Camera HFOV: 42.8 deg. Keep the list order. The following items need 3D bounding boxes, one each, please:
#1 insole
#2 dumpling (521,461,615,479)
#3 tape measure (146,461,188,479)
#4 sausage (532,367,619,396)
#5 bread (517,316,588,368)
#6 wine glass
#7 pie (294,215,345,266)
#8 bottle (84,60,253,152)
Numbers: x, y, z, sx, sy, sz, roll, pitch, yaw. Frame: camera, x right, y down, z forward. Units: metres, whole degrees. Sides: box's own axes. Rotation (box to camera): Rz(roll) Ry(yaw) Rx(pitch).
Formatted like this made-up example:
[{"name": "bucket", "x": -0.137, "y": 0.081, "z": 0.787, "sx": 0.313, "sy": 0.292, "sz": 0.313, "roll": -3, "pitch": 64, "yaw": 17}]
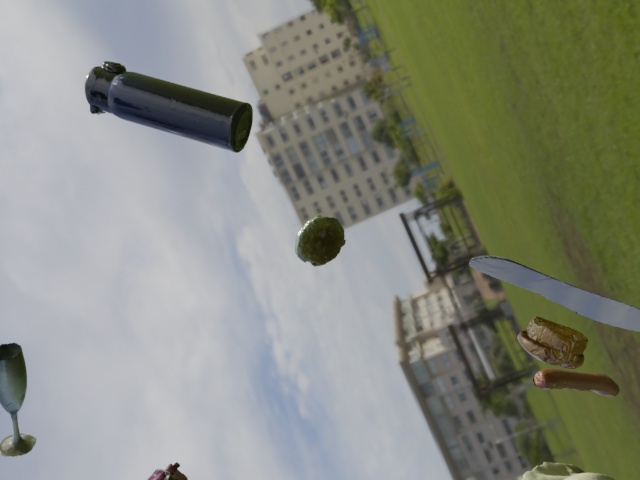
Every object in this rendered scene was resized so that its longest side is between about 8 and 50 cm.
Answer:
[{"name": "insole", "x": 0.341, "y": 0.076, "z": 1.102, "sx": 0.109, "sy": 0.322, "sz": 0.007, "roll": -23, "pitch": 48, "yaw": 64}, {"name": "dumpling", "x": 0.337, "y": 0.360, "z": 1.071, "sx": 0.166, "sy": 0.126, "sz": 0.216, "roll": 34, "pitch": -136, "yaw": 6}, {"name": "tape measure", "x": -0.328, "y": 0.512, "z": 1.637, "sx": 0.074, "sy": 0.125, "sz": 0.118, "roll": 38, "pitch": -176, "yaw": 8}, {"name": "sausage", "x": 0.460, "y": 0.254, "z": 1.468, "sx": 0.186, "sy": 0.043, "sz": 0.043, "roll": 10, "pitch": -139, "yaw": -25}, {"name": "bread", "x": 0.285, "y": 0.125, "z": 0.995, "sx": 0.083, "sy": 0.046, "sz": 0.081, "roll": 10, "pitch": -166, "yaw": -33}, {"name": "wine glass", "x": -0.517, "y": 0.265, "z": 1.362, "sx": 0.066, "sy": 0.066, "sz": 0.198, "roll": -98, "pitch": 10, "yaw": -63}, {"name": "pie", "x": 0.000, "y": 0.000, "z": 1.172, "sx": 0.020, "sy": 0.084, "sz": 0.084, "roll": 42, "pitch": 167, "yaw": 47}, {"name": "bottle", "x": -0.218, "y": -0.193, "z": 1.160, "sx": 0.072, "sy": 0.244, "sz": 0.082, "roll": -36, "pitch": -40, "yaw": -69}]
